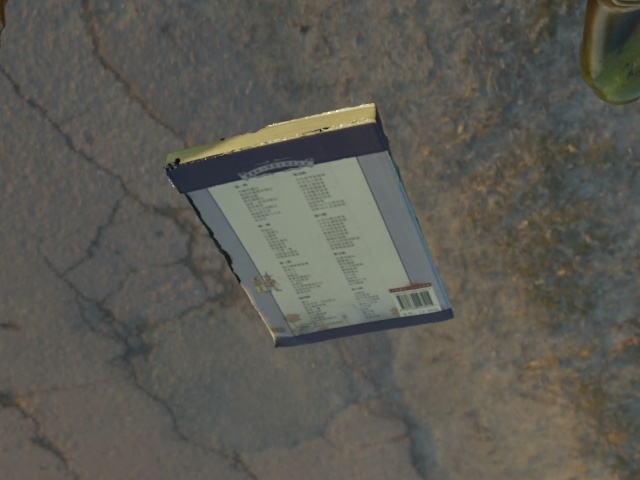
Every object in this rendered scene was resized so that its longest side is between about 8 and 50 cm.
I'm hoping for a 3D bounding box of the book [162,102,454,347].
[{"bbox_3d":[0.000,-0.001,0.742,0.157,0.026,0.231,-11,137,15],"label":"book"}]

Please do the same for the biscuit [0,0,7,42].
[{"bbox_3d":[-0.390,-0.266,0.844,0.110,0.312,0.318,6,171,19],"label":"biscuit"}]

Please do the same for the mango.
[{"bbox_3d":[0.384,-0.261,1.096,0.236,0.136,0.166,-51,156,3],"label":"mango"}]
